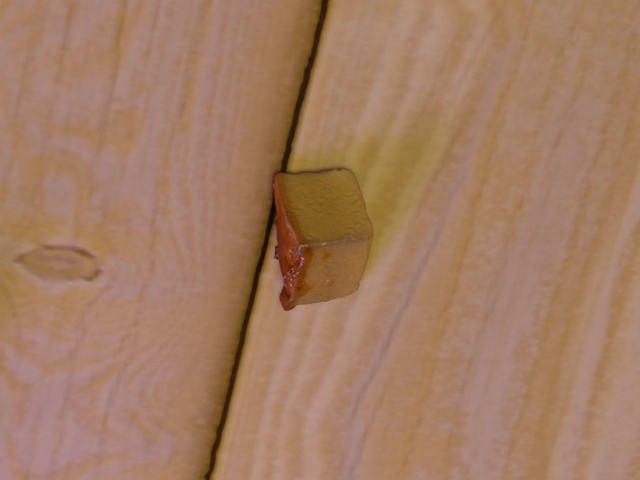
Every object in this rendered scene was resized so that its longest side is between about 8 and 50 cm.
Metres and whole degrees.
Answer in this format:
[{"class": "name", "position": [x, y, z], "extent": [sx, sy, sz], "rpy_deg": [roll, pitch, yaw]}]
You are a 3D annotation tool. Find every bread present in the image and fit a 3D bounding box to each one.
[{"class": "bread", "position": [0.000, 0.000, 1.589], "extent": [0.084, 0.080, 0.109], "rpy_deg": [-9, 146, -16]}]
